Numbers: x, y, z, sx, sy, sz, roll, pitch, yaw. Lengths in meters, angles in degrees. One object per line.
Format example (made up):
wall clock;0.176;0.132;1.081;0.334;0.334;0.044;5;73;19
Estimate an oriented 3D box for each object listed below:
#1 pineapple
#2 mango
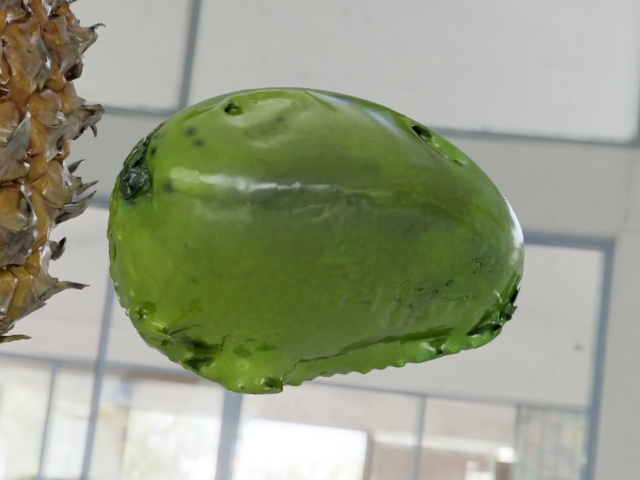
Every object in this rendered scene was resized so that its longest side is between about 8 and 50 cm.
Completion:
pineapple;-0.325;-0.065;1.233;0.352;0.300;0.352;2;-12;1
mango;0.000;-0.001;0.685;0.178;0.119;0.100;8;30;-22
